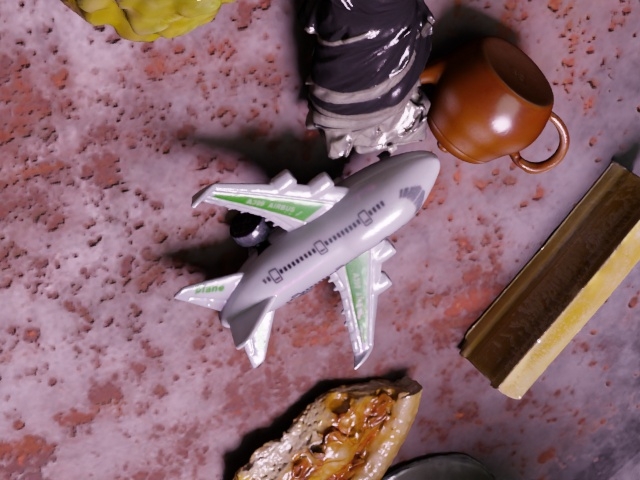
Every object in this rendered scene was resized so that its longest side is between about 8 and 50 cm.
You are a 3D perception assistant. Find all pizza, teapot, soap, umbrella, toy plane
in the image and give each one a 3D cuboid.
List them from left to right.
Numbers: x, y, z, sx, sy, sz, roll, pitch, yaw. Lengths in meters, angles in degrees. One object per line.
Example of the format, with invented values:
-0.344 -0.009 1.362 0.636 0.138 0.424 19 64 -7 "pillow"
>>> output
-0.005 0.229 1.539 0.271 0.056 0.134 -36 133 -5 "pizza"
-0.002 -0.002 1.385 0.255 0.101 0.251 -40 125 6 "toy plane"
0.042 -0.199 1.235 0.113 0.106 0.358 -4 149 -4 "umbrella"
0.147 -0.115 1.404 0.173 0.116 0.116 33 99 -17 "teapot"
0.241 0.039 1.532 0.037 0.092 0.252 36 97 -32 "soap"

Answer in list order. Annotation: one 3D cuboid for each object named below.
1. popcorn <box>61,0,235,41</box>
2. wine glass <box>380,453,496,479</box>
-0.125 -0.276 1.128 0.212 0.259 0.259 -22 124 -26 "popcorn"
0.182 0.399 1.503 0.267 0.406 0.267 -10 118 -19 "wine glass"
